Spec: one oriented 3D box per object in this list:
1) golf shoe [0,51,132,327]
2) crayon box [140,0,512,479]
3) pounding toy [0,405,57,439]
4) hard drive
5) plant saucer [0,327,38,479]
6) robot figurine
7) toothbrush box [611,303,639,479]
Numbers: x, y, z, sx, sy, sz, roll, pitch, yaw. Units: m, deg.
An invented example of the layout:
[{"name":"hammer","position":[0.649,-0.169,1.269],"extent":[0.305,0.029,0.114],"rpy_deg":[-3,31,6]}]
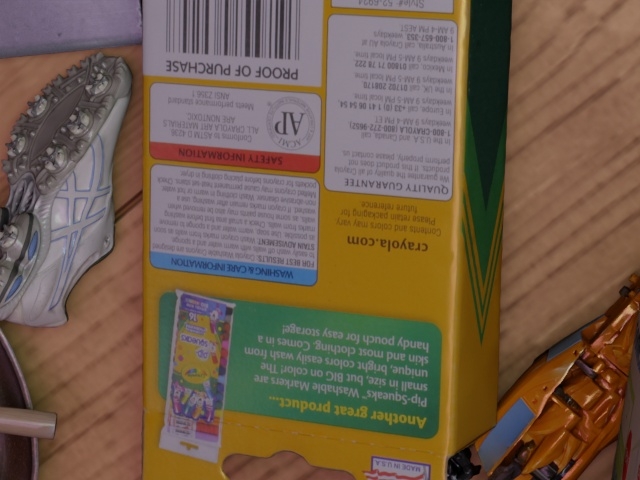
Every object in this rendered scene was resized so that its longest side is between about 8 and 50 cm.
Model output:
[{"name":"golf shoe","position":[-0.154,-0.028,1.209],"extent":[0.086,0.069,0.176],"rpy_deg":[32,86,-44]},{"name":"crayon box","position":[0.000,0.000,1.151],"extent":[0.203,0.083,0.322],"rpy_deg":[6,101,24]},{"name":"pounding toy","position":[-0.272,0.201,1.180],"extent":[0.183,0.110,0.236],"rpy_deg":[15,101,2]},{"name":"hard drive","position":[-0.176,-0.160,1.198],"extent":[0.135,0.022,0.094],"rpy_deg":[-5,100,7]},{"name":"plant saucer","position":[-0.327,0.125,1.251],"extent":[0.311,0.050,0.310],"rpy_deg":[1,101,6]},{"name":"robot figurine","position":[0.153,0.173,1.194],"extent":[0.211,0.085,0.291],"rpy_deg":[39,101,-1]},{"name":"toothbrush box","position":[0.213,0.172,1.041],"extent":[0.122,0.206,0.283],"rpy_deg":[10,101,4]}]
